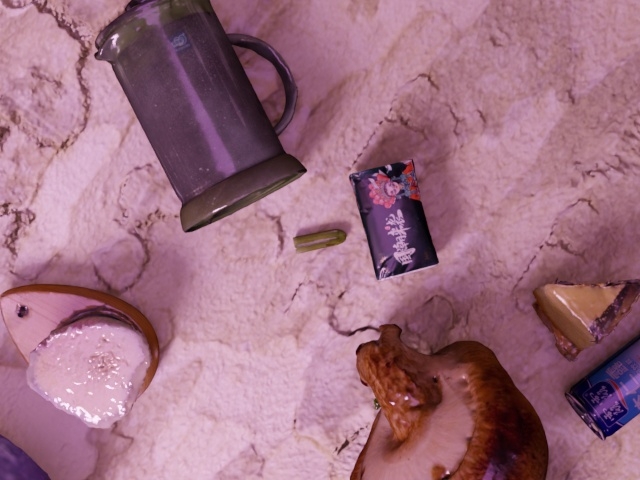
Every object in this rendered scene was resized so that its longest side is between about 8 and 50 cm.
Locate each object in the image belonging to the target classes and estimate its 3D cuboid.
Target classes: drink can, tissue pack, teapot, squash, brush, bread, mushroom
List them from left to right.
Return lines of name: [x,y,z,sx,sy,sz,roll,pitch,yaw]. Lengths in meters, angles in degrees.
brush: [-0.371,0.153,1.408,0.267,0.166,0.174,29,91,0]
teapot: [-0.160,-0.213,1.402,0.270,0.200,0.337,-27,90,-27]
squash: [0.000,0.000,1.481,0.083,0.027,0.027,-12,92,-1]
tissue pack: [0.111,-0.031,1.452,0.103,0.090,0.170,-15,93,-4]
mushroom: [0.151,0.286,1.353,0.260,0.345,0.345,37,90,-17]
bread: [0.409,0.092,1.443,0.152,0.147,0.127,-34,80,-7]
drink can: [0.498,0.200,1.469,0.235,0.097,0.097,-37,92,-1]

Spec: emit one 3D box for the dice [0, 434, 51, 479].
dice: [-0.532,0.435,1.314,0.271,0.270,0.270,41,123,3]

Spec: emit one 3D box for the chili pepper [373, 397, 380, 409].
chili pepper: [0.097,0.226,1.495,0.027,0.022,0.083,3,91,-35]
